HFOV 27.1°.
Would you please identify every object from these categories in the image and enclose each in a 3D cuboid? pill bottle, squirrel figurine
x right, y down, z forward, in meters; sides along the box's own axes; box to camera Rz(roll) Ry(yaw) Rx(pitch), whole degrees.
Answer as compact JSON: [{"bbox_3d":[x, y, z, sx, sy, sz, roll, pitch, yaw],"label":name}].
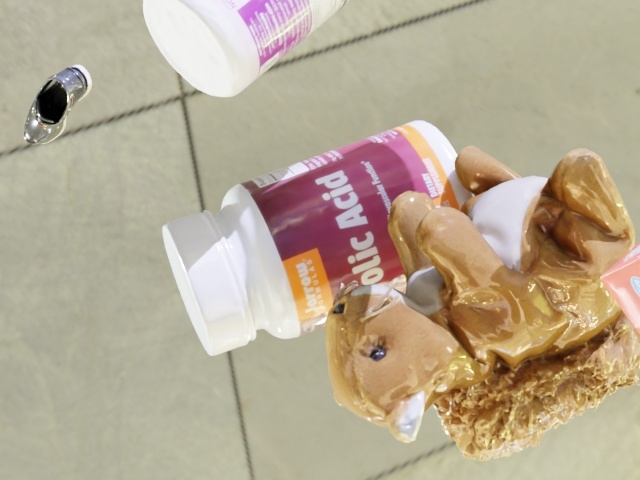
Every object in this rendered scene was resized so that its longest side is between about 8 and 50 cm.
[{"bbox_3d":[0.000,0.000,1.803,0.392,0.224,0.224,-21,126,-11],"label":"pill bottle"},{"bbox_3d":[0.199,0.123,1.618,0.370,0.281,0.397,-41,117,-17],"label":"squirrel figurine"},{"bbox_3d":[-0.058,-0.325,1.636,0.301,0.169,0.169,-44,132,-24],"label":"pill bottle"}]

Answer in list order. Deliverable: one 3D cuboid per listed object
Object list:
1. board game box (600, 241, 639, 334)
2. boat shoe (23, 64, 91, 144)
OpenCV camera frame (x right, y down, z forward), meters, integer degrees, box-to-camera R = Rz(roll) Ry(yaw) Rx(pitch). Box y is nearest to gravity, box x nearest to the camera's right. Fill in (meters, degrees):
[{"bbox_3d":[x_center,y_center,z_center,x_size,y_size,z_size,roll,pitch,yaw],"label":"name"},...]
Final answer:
[{"bbox_3d":[0.440,0.098,1.271,0.242,0.064,0.316,-34,89,-36],"label":"board game box"},{"bbox_3d":[-0.305,-0.148,1.493,0.133,0.049,0.042,-40,178,44],"label":"boat shoe"}]
